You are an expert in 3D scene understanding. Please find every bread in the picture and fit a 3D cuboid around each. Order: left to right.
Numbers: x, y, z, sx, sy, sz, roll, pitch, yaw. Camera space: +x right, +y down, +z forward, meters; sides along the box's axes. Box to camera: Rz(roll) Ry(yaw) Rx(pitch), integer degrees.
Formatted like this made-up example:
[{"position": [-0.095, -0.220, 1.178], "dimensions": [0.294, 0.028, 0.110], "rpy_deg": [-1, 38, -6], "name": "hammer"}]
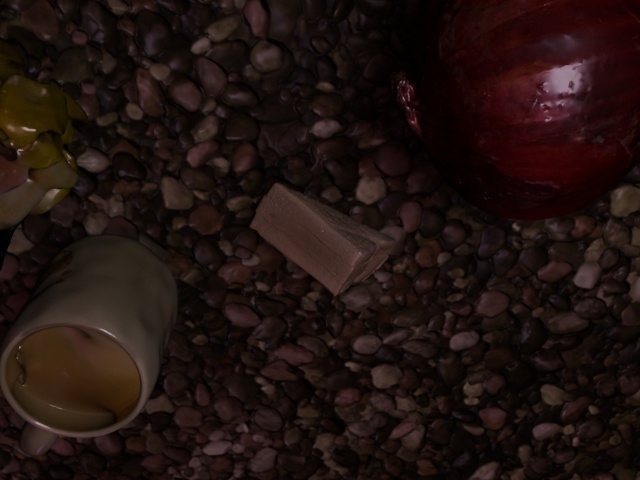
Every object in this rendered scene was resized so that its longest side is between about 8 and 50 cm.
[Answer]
[{"position": [0.003, -0.008, 0.875], "dimensions": [0.152, 0.105, 0.077], "rpy_deg": [41, 115, 13], "name": "bread"}]

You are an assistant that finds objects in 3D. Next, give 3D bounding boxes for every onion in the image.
[{"position": [0.193, -0.150, 0.665], "dimensions": [0.276, 0.276, 0.276], "rpy_deg": [-1, 119, -1], "name": "onion"}]

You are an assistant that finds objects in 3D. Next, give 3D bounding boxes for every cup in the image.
[{"position": [-0.269, 0.138, 0.844], "dimensions": [0.173, 0.202, 0.255], "rpy_deg": [6, 118, -5], "name": "cup"}]

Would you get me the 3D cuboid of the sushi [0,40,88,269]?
[{"position": [-0.408, -0.099, 0.662], "dimensions": [0.329, 0.328, 0.285], "rpy_deg": [40, 97, -6], "name": "sushi"}]
